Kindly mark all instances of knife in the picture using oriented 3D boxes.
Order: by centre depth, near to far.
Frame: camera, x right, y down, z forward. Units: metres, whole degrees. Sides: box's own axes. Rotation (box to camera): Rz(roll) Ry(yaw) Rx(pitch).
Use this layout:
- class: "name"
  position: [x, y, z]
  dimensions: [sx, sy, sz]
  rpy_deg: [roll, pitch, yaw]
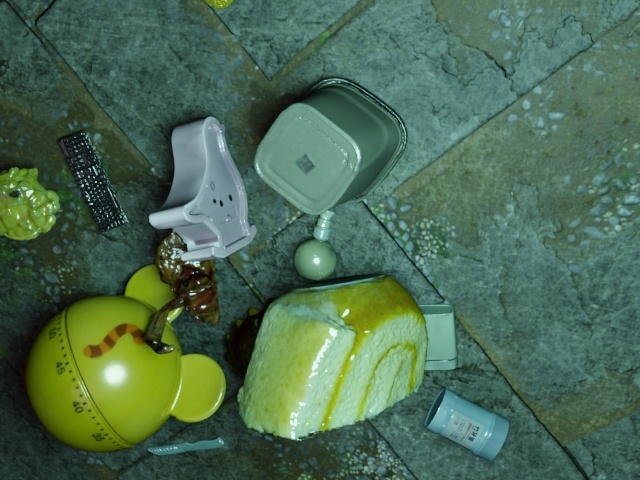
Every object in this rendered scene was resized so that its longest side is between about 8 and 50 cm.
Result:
- class: "knife"
  position: [-0.333, 0.511, 1.871]
  dimensions: [0.210, 0.015, 0.028]
  rpy_deg: [-13, 113, 18]

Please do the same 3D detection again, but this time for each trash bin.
- class: "trash bin"
  position: [0.015, -0.169, 1.412]
  dimensions: [0.219, 0.250, 0.219]
  rpy_deg: [37, 114, 5]
- class: "trash bin"
  position: [0.230, 0.205, 1.602]
  dimensions: [0.116, 0.059, 0.129]
  rpy_deg: [-2, 108, 12]

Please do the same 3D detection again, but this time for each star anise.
- class: "star anise"
  position: [-0.285, 0.105, 1.555]
  dimensions: [0.148, 0.346, 0.237]
  rpy_deg: [-7, 131, 8]

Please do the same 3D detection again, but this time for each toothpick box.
- class: "toothpick box"
  position: [0.315, 0.396, 1.629]
  dimensions: [0.153, 0.101, 0.101]
  rpy_deg: [26, 113, 4]

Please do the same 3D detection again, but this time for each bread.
- class: "bread"
  position: [0.019, 0.200, 1.460]
  dimensions: [0.239, 0.395, 0.263]
  rpy_deg: [9, 101, 39]

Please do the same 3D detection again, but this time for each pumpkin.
- class: "pumpkin"
  position: [-0.133, 0.233, 1.639]
  dimensions: [0.131, 0.149, 0.254]
  rpy_deg: [31, 111, -13]

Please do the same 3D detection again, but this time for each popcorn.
- class: "popcorn"
  position: [-0.664, -0.084, 1.659]
  dimensions: [0.174, 0.142, 0.173]
  rpy_deg: [5, 114, 12]

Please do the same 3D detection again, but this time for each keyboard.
- class: "keyboard"
  position: [-0.503, -0.128, 1.671]
  dimensions: [0.072, 0.023, 0.231]
  rpy_deg: [-17, 105, 16]

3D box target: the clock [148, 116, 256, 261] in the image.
- class: "clock"
  position: [-0.240, -0.092, 1.482]
  dimensions: [0.080, 0.290, 0.275]
  rpy_deg: [-11, 102, 18]

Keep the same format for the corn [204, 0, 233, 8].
- class: "corn"
  position: [-0.142, -0.531, 1.407]
  dimensions: [0.080, 0.080, 0.231]
  rpy_deg: [45, 114, -5]

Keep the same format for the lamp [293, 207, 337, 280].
- class: "lamp"
  position: [0.000, 0.000, 1.574]
  dimensions: [0.091, 0.091, 0.163]
  rpy_deg: [16, 97, 7]

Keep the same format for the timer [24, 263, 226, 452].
- class: "timer"
  position: [-0.425, 0.272, 1.649]
  dimensions: [0.387, 0.376, 0.376]
  rpy_deg: [-26, 103, -5]
